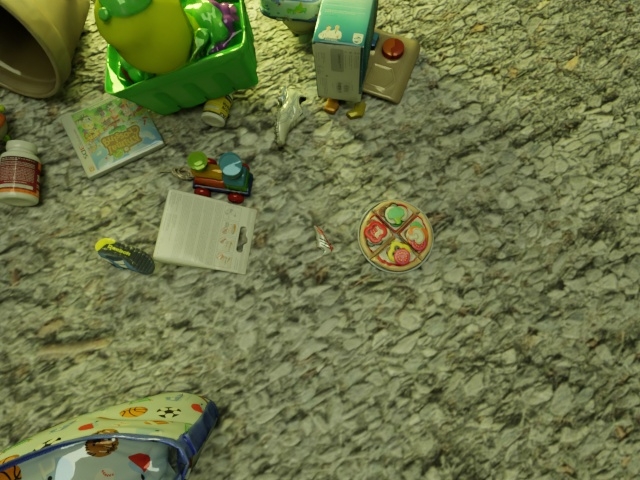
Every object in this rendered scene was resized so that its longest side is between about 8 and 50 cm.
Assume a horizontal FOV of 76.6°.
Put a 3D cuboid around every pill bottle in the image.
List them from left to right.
[{"bbox_3d":[-0.749,-0.167,1.010,0.086,0.086,0.151,-4,78,-4],"label":"pill bottle"},{"bbox_3d":[-0.275,-0.371,1.092,0.065,0.065,0.116,13,77,0],"label":"pill bottle"}]

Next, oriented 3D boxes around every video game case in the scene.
[{"bbox_3d":[-0.553,-0.289,1.080,0.213,0.023,0.193,-28,80,-9],"label":"video game case"}]

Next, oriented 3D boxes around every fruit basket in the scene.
[{"bbox_3d":[-0.350,-0.472,0.914,0.392,0.392,0.282,-6,71,-4],"label":"fruit basket"}]

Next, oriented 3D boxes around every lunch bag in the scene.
[{"bbox_3d":[-0.398,0.438,0.769,0.386,0.328,0.238,-21,84,-9],"label":"lunch bag"},{"bbox_3d":[-0.066,-0.677,1.047,0.176,0.090,0.218,3,77,-1],"label":"lunch bag"}]

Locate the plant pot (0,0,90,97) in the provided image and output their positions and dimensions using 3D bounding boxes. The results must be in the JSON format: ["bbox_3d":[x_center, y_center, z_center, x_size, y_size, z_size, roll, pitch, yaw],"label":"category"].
[{"bbox_3d":[-0.742,-0.577,1.016,0.323,0.323,0.280,17,60,1],"label":"plant pot"}]

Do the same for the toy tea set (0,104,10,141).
[{"bbox_3d":[-0.904,-0.204,1.002,0.336,0.124,0.200,-39,47,7],"label":"toy tea set"}]

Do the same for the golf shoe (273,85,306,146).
[{"bbox_3d":[-0.081,-0.333,1.095,0.086,0.069,0.176,9,78,-7],"label":"golf shoe"}]

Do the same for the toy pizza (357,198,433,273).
[{"bbox_3d":[0.198,-0.015,1.052,0.202,0.032,0.201,1,77,-3],"label":"toy pizza"}]

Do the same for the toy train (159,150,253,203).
[{"bbox_3d":[-0.300,-0.174,1.006,0.248,0.143,0.105,9,77,-1],"label":"toy train"}]

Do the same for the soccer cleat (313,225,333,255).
[{"bbox_3d":[0.000,0.000,1.041,0.036,0.029,0.083,-31,85,-13],"label":"soccer cleat"}]

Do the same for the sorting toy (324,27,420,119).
[{"bbox_3d":[0.137,-0.477,1.149,0.229,0.041,0.307,22,77,2],"label":"sorting toy"}]

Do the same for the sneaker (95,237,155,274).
[{"bbox_3d":[-0.476,0.045,0.996,0.144,0.059,0.053,28,52,-6],"label":"sneaker"}]

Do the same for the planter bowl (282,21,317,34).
[{"bbox_3d":[-0.055,-0.660,1.146,0.162,0.109,0.162,1,77,-3],"label":"planter bowl"}]

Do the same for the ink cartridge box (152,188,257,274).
[{"bbox_3d":[-0.290,-0.017,1.030,0.225,0.056,0.180,13,76,-19],"label":"ink cartridge box"}]

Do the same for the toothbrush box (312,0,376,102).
[{"bbox_3d":[0.072,-0.548,1.042,0.126,0.216,0.295,9,74,6],"label":"toothbrush box"}]

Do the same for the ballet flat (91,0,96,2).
[{"bbox_3d":[-0.427,-0.629,1.061,0.409,0.147,0.146,-12,77,-28],"label":"ballet flat"}]
